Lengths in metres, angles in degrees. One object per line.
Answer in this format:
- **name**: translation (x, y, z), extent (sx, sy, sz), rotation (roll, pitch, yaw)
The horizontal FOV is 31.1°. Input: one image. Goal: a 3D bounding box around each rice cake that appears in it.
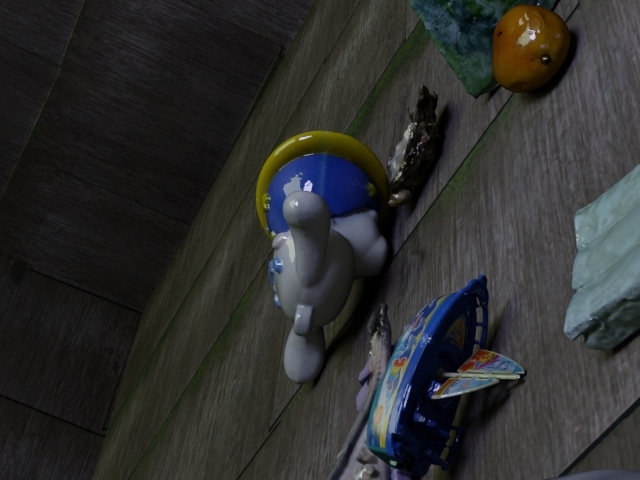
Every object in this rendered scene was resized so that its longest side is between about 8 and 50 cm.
- **rice cake**: translation (0.232, -0.025, 0.723), extent (0.211, 0.038, 0.124), rotation (-48, 22, 52)

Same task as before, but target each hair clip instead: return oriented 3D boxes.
- **hair clip**: translation (0.049, 0.163, 1.051), extent (0.292, 0.085, 0.106), rotation (-75, 10, -53)

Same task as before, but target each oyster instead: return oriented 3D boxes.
- **oyster**: translation (0.110, -0.107, 1.328), extent (0.103, 0.051, 0.148), rotation (31, -97, -85)

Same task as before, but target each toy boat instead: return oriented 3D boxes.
- **toy boat**: translation (0.114, 0.105, 0.915), extent (0.110, 0.091, 0.175), rotation (3, 61, 40)

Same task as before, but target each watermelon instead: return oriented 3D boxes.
- **watermelon**: translation (0.167, -0.327, 1.236), extent (0.310, 0.232, 0.193), rotation (62, 145, 12)

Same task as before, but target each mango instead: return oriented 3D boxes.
- **mango**: translation (0.196, -0.181, 1.097), extent (0.114, 0.061, 0.080), rotation (-168, 86, -75)

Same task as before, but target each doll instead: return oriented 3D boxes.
- **doll**: translation (0.011, 0.020, 1.365), extent (0.242, 0.160, 0.311), rotation (-109, 19, -54)

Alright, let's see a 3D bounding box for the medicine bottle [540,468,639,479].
- **medicine bottle**: translation (0.090, 0.212, 0.607), extent (0.289, 0.157, 0.157), rotation (-39, 29, 64)
